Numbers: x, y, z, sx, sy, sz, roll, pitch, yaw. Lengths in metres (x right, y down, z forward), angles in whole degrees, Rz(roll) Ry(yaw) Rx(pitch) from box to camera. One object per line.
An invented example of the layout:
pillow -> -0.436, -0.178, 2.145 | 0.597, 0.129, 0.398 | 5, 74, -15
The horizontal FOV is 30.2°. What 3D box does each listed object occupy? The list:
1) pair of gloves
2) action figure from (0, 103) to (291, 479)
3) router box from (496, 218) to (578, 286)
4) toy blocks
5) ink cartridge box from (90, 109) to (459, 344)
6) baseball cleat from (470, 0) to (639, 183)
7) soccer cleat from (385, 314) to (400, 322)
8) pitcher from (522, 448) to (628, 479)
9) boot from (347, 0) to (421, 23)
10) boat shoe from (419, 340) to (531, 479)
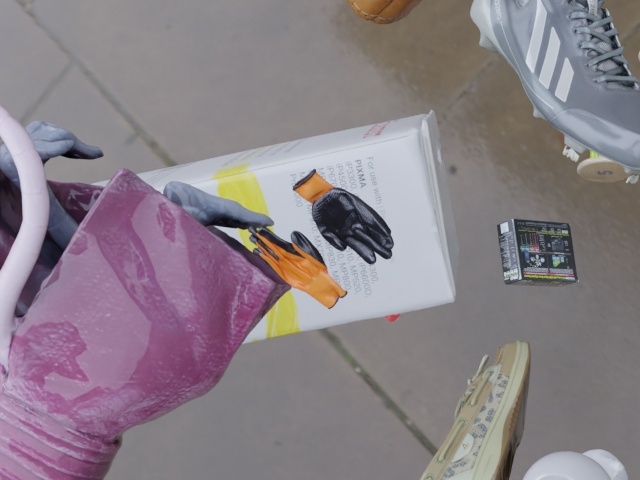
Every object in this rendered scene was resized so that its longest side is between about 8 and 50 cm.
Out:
pair of gloves -> 0.000, 0.000, 0.726 | 0.083, 0.074, 0.010 | -43, 15, 34
action figure -> -0.173, 0.123, 0.770 | 0.248, 0.275, 0.370 | 20, 84, 33
router box -> 0.321, 0.019, 1.756 | 0.038, 0.122, 0.092 | -24, 67, 52
toy blocks -> 0.299, -0.140, 1.129 | 0.123, 0.054, 0.148 | -17, 61, 47
ink cartridge box -> -0.064, -0.003, 1.152 | 0.384, 0.279, 0.160 | -12, 98, 9
baseball cleat -> 0.165, -0.133, 0.765 | 0.206, 0.072, 0.109 | 55, 134, 40
soccer cleat -> 0.092, 0.062, 1.478 | 0.029, 0.035, 0.083 | -8, 74, 19
pitcher -> 0.334, 0.372, 1.662 | 0.178, 0.207, 0.125 | -44, 70, 15
boot -> 0.064, -0.256, 0.527 | 0.220, 0.109, 0.283 | 133, 135, -56
boat shoe -> 0.184, 0.208, 1.366 | 0.089, 0.105, 0.285 | 8, 32, 17
